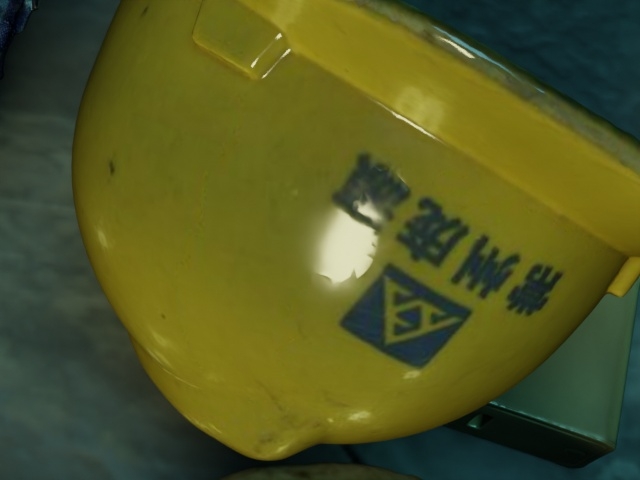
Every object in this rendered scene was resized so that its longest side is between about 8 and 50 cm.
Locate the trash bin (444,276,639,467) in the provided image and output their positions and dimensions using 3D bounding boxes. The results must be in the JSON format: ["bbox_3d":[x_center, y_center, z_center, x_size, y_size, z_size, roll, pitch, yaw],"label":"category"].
[{"bbox_3d":[0.089,0.034,0.529,0.060,0.043,0.092,19,68,-5],"label":"trash bin"}]

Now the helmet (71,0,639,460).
[{"bbox_3d":[0.000,0.000,0.442,0.205,0.257,0.140,28,96,-23],"label":"helmet"}]

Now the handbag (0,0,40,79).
[{"bbox_3d":[-0.177,-0.120,0.491,0.162,0.113,0.260,19,62,-12],"label":"handbag"}]

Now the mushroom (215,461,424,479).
[{"bbox_3d":[0.016,0.208,0.402,0.278,0.146,0.278,5,73,-17],"label":"mushroom"}]
